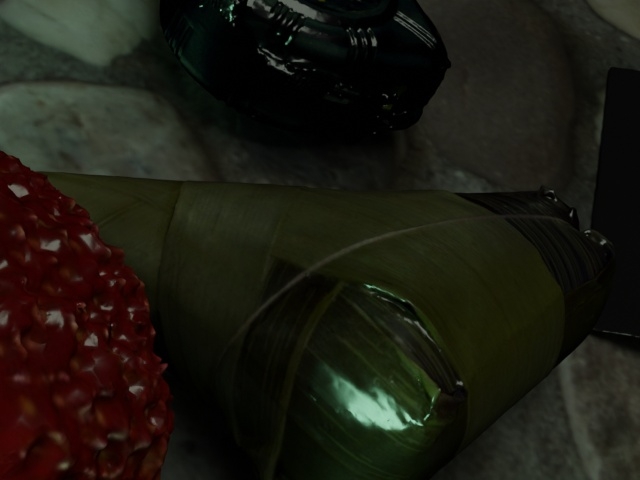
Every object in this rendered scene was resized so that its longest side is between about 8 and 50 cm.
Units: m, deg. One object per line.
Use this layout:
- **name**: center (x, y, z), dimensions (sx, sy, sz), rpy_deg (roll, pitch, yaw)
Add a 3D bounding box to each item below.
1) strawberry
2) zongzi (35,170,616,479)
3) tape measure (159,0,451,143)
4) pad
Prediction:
- **strawberry**: center (-0.195, 0.046, 0.873), dimensions (0.261, 0.258, 0.261), rpy_deg (13, 40, -11)
- **zongzi**: center (0.000, 0.000, 1.096), dimensions (0.317, 0.154, 0.289), rpy_deg (39, 36, 15)
- **tape measure**: center (-0.024, -0.162, 1.243), dimensions (0.186, 0.112, 0.199), rpy_deg (2, 46, -37)
- **pad**: center (0.307, -0.024, 1.333), dimensions (0.202, 0.005, 0.300), rpy_deg (9, 45, 6)
